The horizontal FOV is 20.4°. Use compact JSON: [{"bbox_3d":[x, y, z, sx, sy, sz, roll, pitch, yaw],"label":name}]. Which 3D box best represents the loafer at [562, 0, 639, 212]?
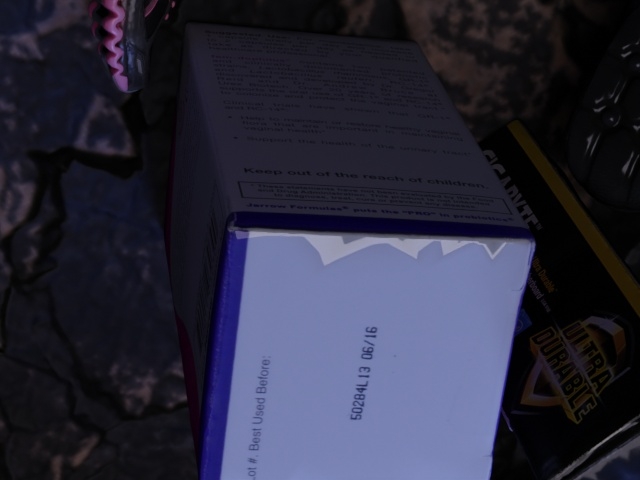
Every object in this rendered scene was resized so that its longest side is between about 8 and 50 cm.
[{"bbox_3d":[0.178,-0.114,0.778,0.076,0.078,0.223,31,94,15],"label":"loafer"}]

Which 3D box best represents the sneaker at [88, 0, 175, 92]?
[{"bbox_3d":[-0.068,-0.119,0.752,0.057,0.047,0.119,-4,117,-20],"label":"sneaker"}]

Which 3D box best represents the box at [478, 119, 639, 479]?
[{"bbox_3d":[0.173,0.126,0.784,0.079,0.257,0.322,-35,115,8],"label":"box"}]

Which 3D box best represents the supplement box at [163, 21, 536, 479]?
[{"bbox_3d":[0.000,0.000,0.718,0.114,0.220,0.111,2,115,-11],"label":"supplement box"}]
